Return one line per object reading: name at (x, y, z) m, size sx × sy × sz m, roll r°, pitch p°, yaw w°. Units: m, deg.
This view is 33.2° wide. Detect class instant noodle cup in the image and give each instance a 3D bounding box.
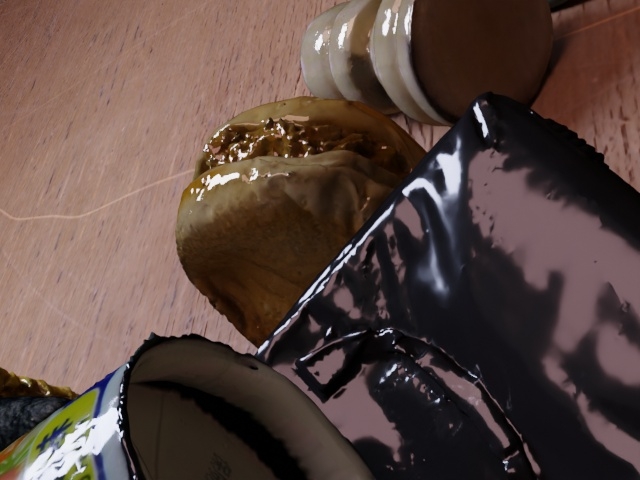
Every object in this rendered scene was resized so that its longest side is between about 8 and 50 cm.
instant noodle cup at (-0.122, 0.212, 0.514) m, size 0.312 × 0.284 × 0.284 m, roll -42°, pitch 30°, yaw 17°

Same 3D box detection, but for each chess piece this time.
chess piece at (0.065, -0.164, 0.929) m, size 0.143 × 0.142 × 0.261 m, roll -57°, pitch 26°, yaw -13°

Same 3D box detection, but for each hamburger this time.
hamburger at (0.001, -0.001, 0.742) m, size 0.213 × 0.214 × 0.108 m, roll -24°, pitch 32°, yaw 37°

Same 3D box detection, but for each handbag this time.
handbag at (0.103, 0.078, 0.573) m, size 0.244 × 0.088 × 0.275 m, roll -48°, pitch 53°, yaw 10°

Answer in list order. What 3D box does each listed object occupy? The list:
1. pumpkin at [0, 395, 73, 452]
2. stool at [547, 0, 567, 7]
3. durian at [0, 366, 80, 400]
pumpkin at (-0.217, 0.217, 0.792) m, size 0.220 × 0.162 × 0.221 m, roll 0°, pitch 50°, yaw 0°
stool at (0.170, -0.327, 0.902) m, size 0.195 × 0.195 × 0.199 m, roll -7°, pitch 49°, yaw 50°
durian at (-0.329, 0.232, 0.985) m, size 0.305 × 0.185 × 0.196 m, roll -30°, pitch 54°, yaw 37°
